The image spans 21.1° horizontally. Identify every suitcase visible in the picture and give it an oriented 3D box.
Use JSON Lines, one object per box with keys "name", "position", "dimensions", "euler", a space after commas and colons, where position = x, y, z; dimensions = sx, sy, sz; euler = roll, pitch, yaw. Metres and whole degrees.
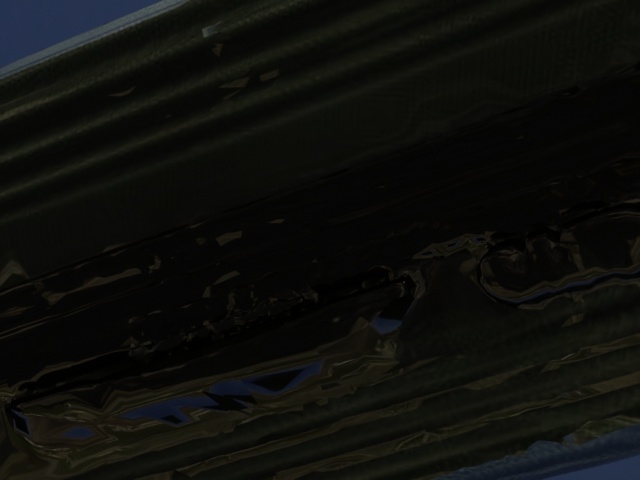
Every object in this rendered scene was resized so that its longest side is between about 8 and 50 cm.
{"name": "suitcase", "position": [0.000, 0.000, 0.437], "dimensions": [0.312, 0.202, 0.128], "euler": [-18, -90, 24]}
